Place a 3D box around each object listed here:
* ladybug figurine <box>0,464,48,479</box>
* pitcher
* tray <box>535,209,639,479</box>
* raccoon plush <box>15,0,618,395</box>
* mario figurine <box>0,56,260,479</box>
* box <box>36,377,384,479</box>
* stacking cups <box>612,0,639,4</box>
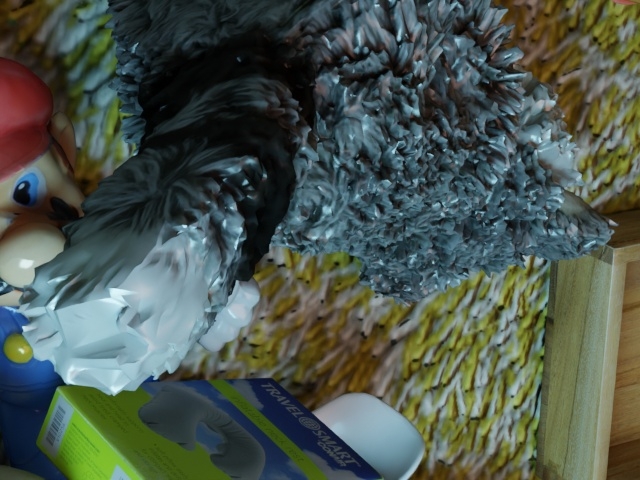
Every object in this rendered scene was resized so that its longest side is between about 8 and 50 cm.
[{"bbox_3d":[-0.224,0.293,0.869,0.305,0.162,0.449,-42,142,-43],"label":"ladybug figurine"},{"bbox_3d":[-0.026,0.216,1.041,0.178,0.125,0.207,-14,128,-29],"label":"pitcher"},{"bbox_3d":[0.354,0.062,1.288,0.411,0.076,0.202,-9,111,-30],"label":"tray"},{"bbox_3d":[0.000,0.000,0.908,0.446,0.216,0.299,-54,130,-36],"label":"raccoon plush"},{"bbox_3d":[-0.149,0.047,0.885,0.198,0.170,0.320,-65,145,-43],"label":"mario figurine"},{"bbox_3d":[-0.050,0.120,0.888,0.178,0.109,0.042,2,118,-46],"label":"box"},{"bbox_3d":[0.256,-0.172,0.992,0.096,0.316,0.096,-13,116,-29],"label":"stacking cups"}]
